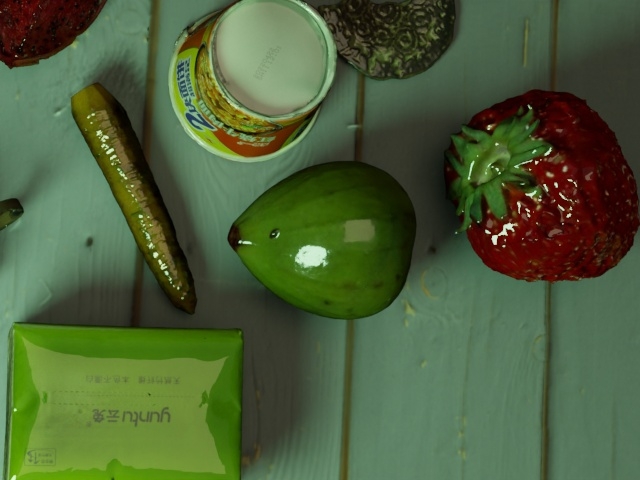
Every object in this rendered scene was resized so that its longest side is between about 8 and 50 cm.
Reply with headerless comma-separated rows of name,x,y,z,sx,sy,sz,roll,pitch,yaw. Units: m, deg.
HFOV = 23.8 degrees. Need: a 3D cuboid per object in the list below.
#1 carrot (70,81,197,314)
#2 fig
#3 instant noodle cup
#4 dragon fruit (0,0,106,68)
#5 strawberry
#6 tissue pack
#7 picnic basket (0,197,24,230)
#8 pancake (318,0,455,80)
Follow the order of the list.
carrot,-0.226,-0.050,1.917,0.066,0.066,0.314,-26,89,-16
fig,0.000,0.000,1.898,0.225,0.203,0.203,-1,83,-21
instant noodle cup,-0.078,-0.215,1.919,0.213,0.174,0.213,2,83,-14
dragon fruit,-0.358,-0.300,1.919,0.127,0.120,0.161,10,109,-52
strawberry,0.304,-0.061,1.974,0.276,0.257,0.257,25,75,-43
tissue pack,-0.239,0.204,1.828,0.274,0.167,0.200,3,82,-13
picnic basket,-0.438,0.002,1.825,0.178,0.128,0.138,-27,91,-6
pancake,0.091,-0.304,2.054,0.190,0.020,0.184,17,80,-12
